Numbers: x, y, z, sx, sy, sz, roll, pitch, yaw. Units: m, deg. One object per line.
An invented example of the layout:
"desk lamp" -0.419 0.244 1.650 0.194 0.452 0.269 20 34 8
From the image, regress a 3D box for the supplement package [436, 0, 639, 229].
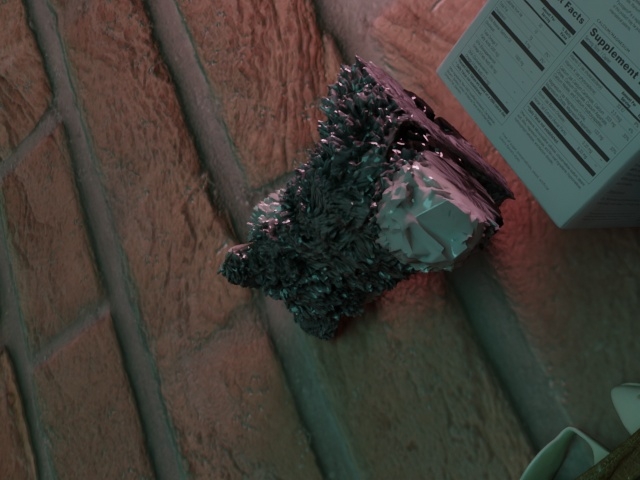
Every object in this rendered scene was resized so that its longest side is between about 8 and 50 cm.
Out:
"supplement package" 0.280 -0.168 0.668 0.262 0.199 0.198 -54 54 35

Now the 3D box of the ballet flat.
"ballet flat" 0.267 0.207 0.713 0.342 0.116 0.124 -46 39 24

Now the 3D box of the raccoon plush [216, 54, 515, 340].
"raccoon plush" 0.000 0.000 0.767 0.216 0.446 0.299 44 107 6
